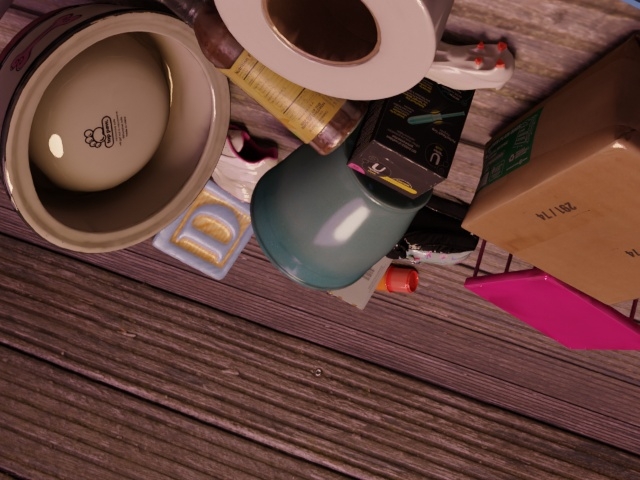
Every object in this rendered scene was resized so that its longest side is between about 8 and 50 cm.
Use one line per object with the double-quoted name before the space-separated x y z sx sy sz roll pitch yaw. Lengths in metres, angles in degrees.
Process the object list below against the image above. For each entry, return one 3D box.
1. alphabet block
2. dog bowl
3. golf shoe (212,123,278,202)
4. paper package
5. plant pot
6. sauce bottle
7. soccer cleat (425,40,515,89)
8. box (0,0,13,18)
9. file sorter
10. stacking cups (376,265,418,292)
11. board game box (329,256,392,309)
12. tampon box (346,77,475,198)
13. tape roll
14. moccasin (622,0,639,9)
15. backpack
"alphabet block" -0.271 -0.057 1.436 0.192 0.193 0.197 33 -174 -28
"dog bowl" -0.346 -0.190 1.010 0.150 0.408 0.408 33 168 28
"golf shoe" -0.222 -0.202 1.276 0.306 0.115 0.140 28 134 -11
"paper package" 0.412 -0.070 0.849 0.310 0.168 0.325 27 157 -10
"plant pot" 0.050 -0.082 1.092 0.272 0.271 0.255 27 144 -18
"sauce bottle" -0.090 -0.268 0.891 0.344 0.111 0.111 40 156 -11
"soccer cleat" 0.158 -0.238 0.833 0.196 0.068 0.076 14 162 10
"box" -0.485 -0.400 0.870 0.119 0.181 0.181 31 158 -24
"file sorter" 0.457 0.060 1.135 0.291 0.182 0.202 29 160 -20
"stacking cups" 0.112 0.091 1.712 0.316 0.096 0.096 1 153 34
"board game box" 0.025 0.024 1.387 0.142 0.144 0.275 29 -178 -22
"tampon box" 0.131 -0.165 0.905 0.120 0.161 0.101 26 159 -13
"tape roll" 0.027 -0.293 0.666 0.246 0.169 0.246 18 159 7
"moccasin" 0.384 -0.251 0.506 0.342 0.137 0.117 8 174 -2
"backpack" 0.224 -0.019 1.250 0.182 0.151 0.115 8 165 -1
